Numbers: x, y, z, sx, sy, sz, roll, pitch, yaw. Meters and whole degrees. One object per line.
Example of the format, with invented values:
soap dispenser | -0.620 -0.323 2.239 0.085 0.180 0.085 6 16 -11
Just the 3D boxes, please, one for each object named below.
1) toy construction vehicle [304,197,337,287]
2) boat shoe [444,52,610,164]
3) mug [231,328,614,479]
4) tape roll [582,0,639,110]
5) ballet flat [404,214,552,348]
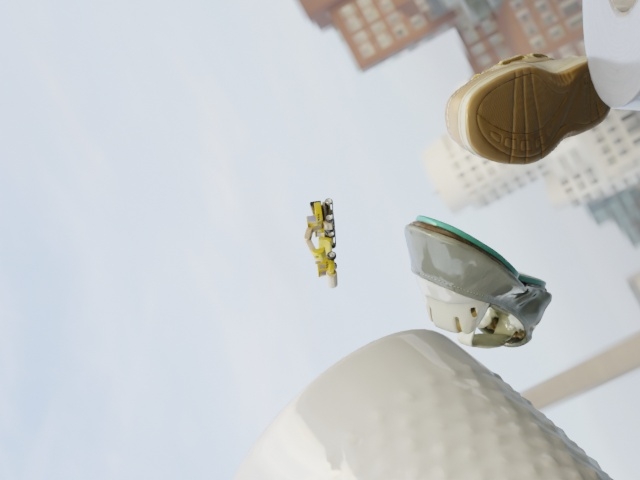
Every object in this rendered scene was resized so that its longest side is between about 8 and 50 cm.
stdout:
toy construction vehicle | 0.000 0.000 1.563 0.086 0.035 0.098 85 -178 -53
boat shoe | 0.123 -0.085 0.861 0.170 0.059 0.063 -16 -70 -49
mug | 0.156 0.266 1.062 0.374 0.276 0.328 -7 -142 -46
tape roll | 0.210 -0.181 0.765 0.219 0.072 0.219 -177 90 -86
ballet flat | 0.109 0.039 0.948 0.072 0.068 0.213 22 178 29
